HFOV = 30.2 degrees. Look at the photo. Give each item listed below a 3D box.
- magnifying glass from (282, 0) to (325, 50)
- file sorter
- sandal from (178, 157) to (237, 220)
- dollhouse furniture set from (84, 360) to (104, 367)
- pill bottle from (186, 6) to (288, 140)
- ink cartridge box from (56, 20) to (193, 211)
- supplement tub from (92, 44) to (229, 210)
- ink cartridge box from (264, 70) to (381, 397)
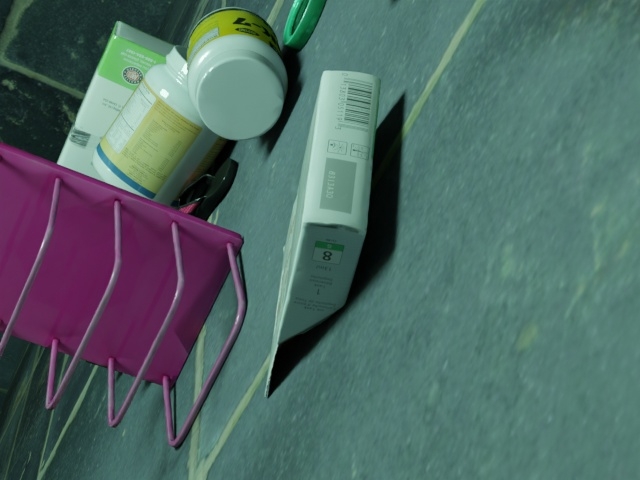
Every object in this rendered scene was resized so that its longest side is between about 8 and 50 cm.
[{"bbox_3d":[-0.001,-0.338,1.452,0.092,0.026,0.231,-30,39,66],"label":"magnifying glass"},{"bbox_3d":[-0.245,0.064,1.234,0.202,0.290,0.182,-63,19,17],"label":"file sorter"},{"bbox_3d":[-0.161,-0.059,1.573,0.179,0.040,0.067,-47,26,51],"label":"sandal"},{"bbox_3d":[-0.286,0.148,1.675,0.151,0.058,0.076,-32,39,65],"label":"dollhouse furniture set"},{"bbox_3d":[-0.101,-0.199,1.418,0.119,0.119,0.208,-62,17,19],"label":"pill bottle"},{"bbox_3d":[-0.264,-0.154,1.752,0.273,0.198,0.115,-62,16,17],"label":"ink cartridge box"},{"bbox_3d":[-0.203,-0.150,1.619,0.200,0.144,0.144,-53,19,14],"label":"supplement tub"},{"bbox_3d":[0.000,0.000,0.982,0.225,0.056,0.181,101,177,-47],"label":"ink cartridge box"}]
